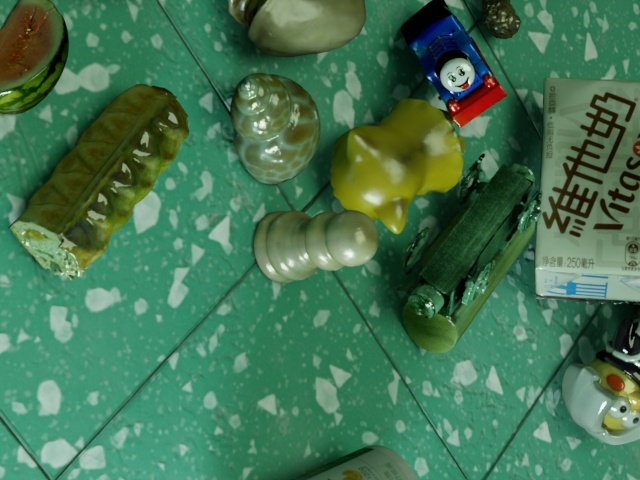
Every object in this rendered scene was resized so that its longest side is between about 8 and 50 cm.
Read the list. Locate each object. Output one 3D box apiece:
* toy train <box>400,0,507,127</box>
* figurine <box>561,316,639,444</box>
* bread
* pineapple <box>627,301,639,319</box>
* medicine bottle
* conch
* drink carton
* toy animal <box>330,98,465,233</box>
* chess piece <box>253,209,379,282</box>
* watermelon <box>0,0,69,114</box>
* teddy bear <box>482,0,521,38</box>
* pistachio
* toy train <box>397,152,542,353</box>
[{"bbox_3d":[0.185,-0.246,1.988,0.131,0.083,0.204,51,12,-24],"label":"toy train"},{"bbox_3d":[0.484,0.204,2.194,0.176,0.133,0.236,41,89,-30],"label":"figurine"},{"bbox_3d":[-0.243,-0.076,1.634,0.269,0.098,0.087,-57,159,-32],"label":"bread"},{"bbox_3d":[0.559,0.034,2.299,0.175,0.175,0.361,-37,110,-40],"label":"pineapple"},{"bbox_3d":[-0.006,0.354,1.756,0.274,0.133,0.133,-17,95,-42],"label":"medicine bottle"},{"bbox_3d":[-0.055,-0.149,1.812,0.116,0.106,0.173,-25,116,-23],"label":"conch"},{"bbox_3d":[0.425,-0.076,2.144,0.132,0.194,0.324,72,22,-69],"label":"drink carton"},{"bbox_3d":[0.114,-0.111,1.934,0.230,0.156,0.156,-36,108,-43],"label":"toy animal"},{"bbox_3d":[0.000,0.000,1.789,0.094,0.170,0.094,7,79,-40],"label":"chess piece"},{"bbox_3d":[-0.319,-0.203,1.596,0.087,0.069,0.163,40,57,-32],"label":"watermelon"},{"bbox_3d":[0.304,-0.443,2.174,0.129,0.182,0.251,32,57,6],"label":"teddy bear"},{"bbox_3d":[-0.025,-0.307,1.843,0.206,0.131,0.129,-15,51,-42],"label":"pistachio"},{"bbox_3d":[0.205,0.016,2.014,0.126,0.189,0.307,32,54,10],"label":"toy train"}]
